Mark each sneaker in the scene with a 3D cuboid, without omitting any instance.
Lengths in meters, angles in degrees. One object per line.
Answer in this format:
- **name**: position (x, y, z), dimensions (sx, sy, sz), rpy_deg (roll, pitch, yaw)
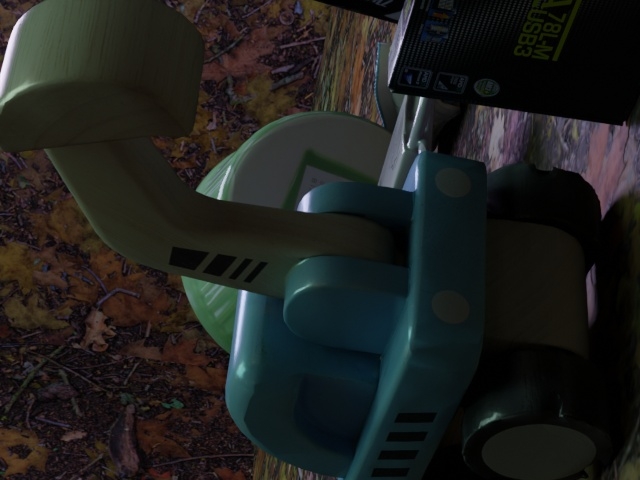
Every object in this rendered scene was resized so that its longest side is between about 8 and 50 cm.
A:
- **sneaker**: position (0.123, -0.158, 1.975), dimensions (0.229, 0.092, 0.087), rpy_deg (61, -148, -67)

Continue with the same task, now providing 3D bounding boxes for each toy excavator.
- **toy excavator**: position (-0.010, 0.031, 1.192), dimensions (0.433, 0.445, 0.222), rpy_deg (107, 170, -54)

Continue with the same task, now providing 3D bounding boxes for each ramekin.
- **ramekin**: position (0.000, 0.000, 1.917), dimensions (0.148, 0.303, 0.303), rpy_deg (132, 147, -66)

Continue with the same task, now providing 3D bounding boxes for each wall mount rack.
- **wall mount rack**: position (0.120, -0.013, 1.616), dimensions (0.304, 0.130, 0.350), rpy_deg (-82, 5, -48)

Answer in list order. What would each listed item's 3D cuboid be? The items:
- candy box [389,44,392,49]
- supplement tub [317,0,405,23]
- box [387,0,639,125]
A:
- **candy box**: position (0.148, -0.267, 1.685), dimensions (0.206, 0.027, 0.105), rpy_deg (-51, 4, -2)
- **supplement tub**: position (0.018, -0.292, 1.339), dimensions (0.207, 0.338, 0.207), rpy_deg (-7, 80, 45)
- **box**: position (0.155, -0.169, 1.184), dimensions (0.191, 0.184, 0.045), rpy_deg (107, 170, -50)
